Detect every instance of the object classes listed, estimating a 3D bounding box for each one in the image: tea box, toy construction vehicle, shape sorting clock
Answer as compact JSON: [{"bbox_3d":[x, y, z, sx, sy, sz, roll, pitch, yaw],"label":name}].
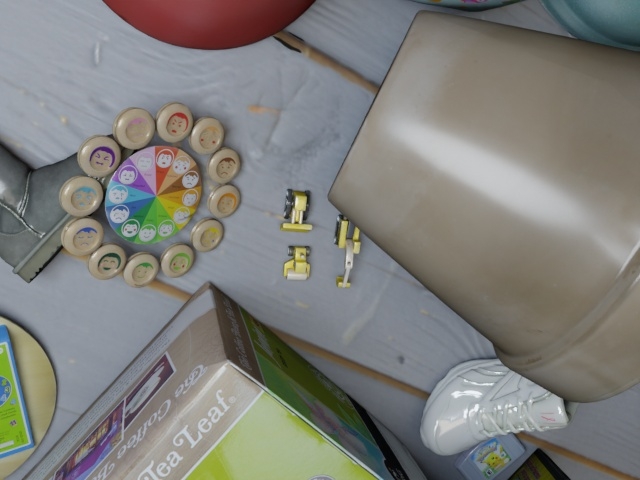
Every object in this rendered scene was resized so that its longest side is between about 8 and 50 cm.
[{"bbox_3d":[-0.095,0.282,0.637,0.329,0.220,0.323,-46,110,0],"label":"tea box"},{"bbox_3d":[0.000,0.000,0.688,0.086,0.035,0.098,6,102,-15],"label":"toy construction vehicle"},{"bbox_3d":[-0.362,0.159,0.622,0.206,0.040,0.206,-13,115,-28],"label":"shape sorting clock"}]

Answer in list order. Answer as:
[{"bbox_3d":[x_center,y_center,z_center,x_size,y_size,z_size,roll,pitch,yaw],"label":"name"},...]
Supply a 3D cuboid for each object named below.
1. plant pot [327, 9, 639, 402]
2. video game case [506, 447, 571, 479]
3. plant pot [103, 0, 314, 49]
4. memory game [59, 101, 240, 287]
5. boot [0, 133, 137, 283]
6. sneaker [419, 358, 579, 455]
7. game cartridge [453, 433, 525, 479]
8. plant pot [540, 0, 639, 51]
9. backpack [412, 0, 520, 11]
[{"bbox_3d":[0.169,-0.058,0.598,0.280,0.323,0.323,25,97,-1],"label":"plant pot"},{"bbox_3d":[0.176,0.338,0.705,0.035,0.275,0.248,44,90,17],"label":"video game case"},{"bbox_3d":[-0.075,-0.287,0.491,0.275,0.243,0.275,-3,105,-13],"label":"plant pot"},{"bbox_3d":[-0.150,-0.038,0.607,0.186,0.012,0.186,-24,129,-33],"label":"memory game"},{"bbox_3d":[-0.296,-0.083,0.585,0.208,0.076,0.189,42,89,-12],"label":"boot"},{"bbox_3d":[0.223,0.181,0.743,0.232,0.115,0.090,-30,108,-5],"label":"sneaker"},{"bbox_3d":[0.210,0.268,0.815,0.083,0.017,0.056,-40,105,-2],"label":"game cartridge"},{"bbox_3d":[0.368,-0.331,0.612,0.293,0.196,0.293,-3,104,-13],"label":"plant pot"},{"bbox_3d":[0.127,-0.283,0.578,0.188,0.166,0.144,9,99,-21],"label":"backpack"}]
